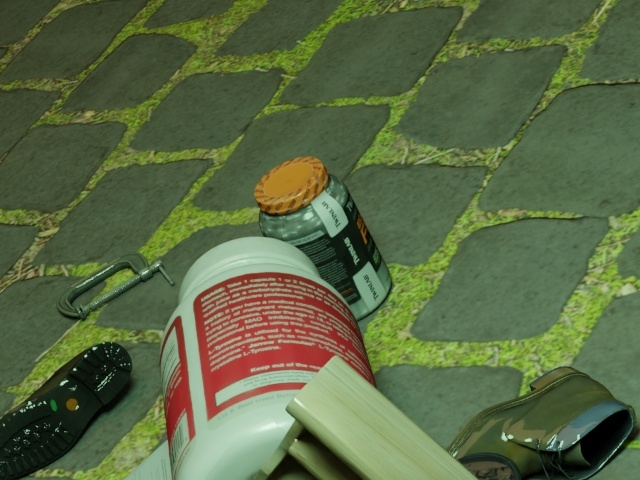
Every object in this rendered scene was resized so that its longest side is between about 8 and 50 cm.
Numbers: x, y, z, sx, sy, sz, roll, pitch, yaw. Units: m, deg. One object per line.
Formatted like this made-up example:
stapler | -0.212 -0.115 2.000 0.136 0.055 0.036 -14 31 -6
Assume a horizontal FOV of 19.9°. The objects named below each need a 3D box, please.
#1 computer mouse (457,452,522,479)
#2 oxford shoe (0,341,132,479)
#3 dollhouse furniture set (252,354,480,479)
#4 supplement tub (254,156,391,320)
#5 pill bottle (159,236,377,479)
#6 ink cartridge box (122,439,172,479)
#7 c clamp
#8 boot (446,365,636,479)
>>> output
computer mouse | 0.112 0.330 1.737 0.184 0.060 0.262 -11 48 18
oxford shoe | -0.332 0.215 2.269 0.227 0.083 0.096 -38 9 -14
dollhouse furniture set | -0.072 0.326 1.518 0.394 0.362 0.256 -44 -10 -32
supplement tub | 0.000 0.000 2.198 0.117 0.190 0.117 -20 32 13
pill bottle | -0.054 0.169 1.948 0.229 0.229 0.408 -24 31 6
ink cartridge box | -0.207 0.343 1.963 0.224 0.045 0.223 -41 27 15
c clamp | -0.288 0.062 2.500 0.160 0.022 0.137 -29 31 -3
boot | 0.212 0.209 1.822 0.219 0.082 0.106 -37 29 -19
